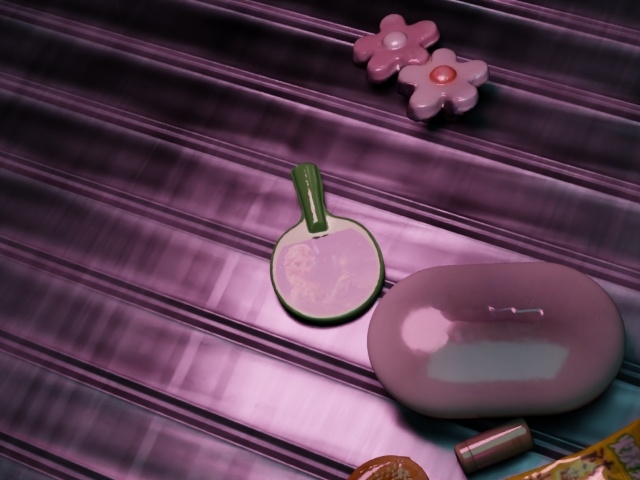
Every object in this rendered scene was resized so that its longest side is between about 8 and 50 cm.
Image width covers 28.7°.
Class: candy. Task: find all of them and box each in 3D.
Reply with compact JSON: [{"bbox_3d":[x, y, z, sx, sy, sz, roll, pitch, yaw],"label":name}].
[{"bbox_3d":[0.331,0.327,1.495,0.297,0.081,0.187,-23,57,-5],"label":"candy"}]

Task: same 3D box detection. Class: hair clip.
[{"bbox_3d":[0.151,-0.258,1.881,0.146,0.075,0.257,-36,56,-7],"label":"hair clip"}]

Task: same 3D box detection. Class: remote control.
[{"bbox_3d":[0.226,0.126,1.617,0.332,0.103,0.221,-3,57,7],"label":"remote control"}]

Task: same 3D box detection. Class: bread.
[{"bbox_3d":[0.064,0.348,1.530,0.114,0.077,0.189,33,67,3],"label":"bread"}]

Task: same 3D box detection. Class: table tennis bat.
[{"bbox_3d":[0.000,0.000,1.770,0.160,0.039,0.257,-12,61,-1],"label":"table tennis bat"}]

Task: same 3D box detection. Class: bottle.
[{"bbox_3d":[0.218,0.259,1.575,0.096,0.045,0.045,-23,59,-4],"label":"bottle"}]
